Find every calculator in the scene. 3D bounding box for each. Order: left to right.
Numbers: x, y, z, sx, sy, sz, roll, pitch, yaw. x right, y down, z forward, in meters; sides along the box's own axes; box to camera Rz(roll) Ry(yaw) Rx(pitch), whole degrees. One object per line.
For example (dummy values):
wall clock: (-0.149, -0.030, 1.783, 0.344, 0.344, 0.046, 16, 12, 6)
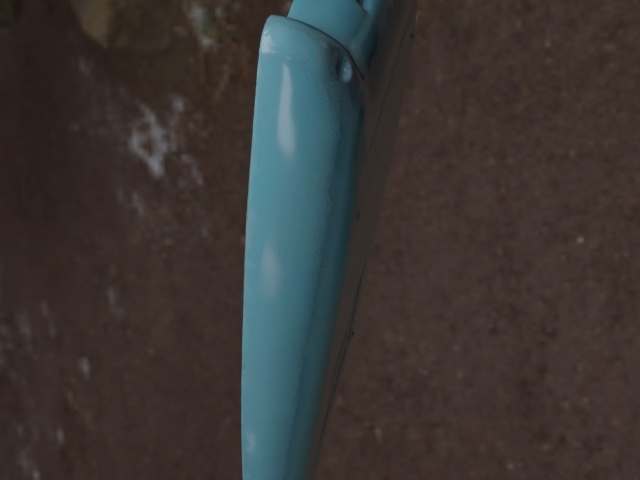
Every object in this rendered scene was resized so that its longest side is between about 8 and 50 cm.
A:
calculator: (0.000, 0.000, 0.848, 0.256, 0.054, 0.386, -72, -7, -49)
